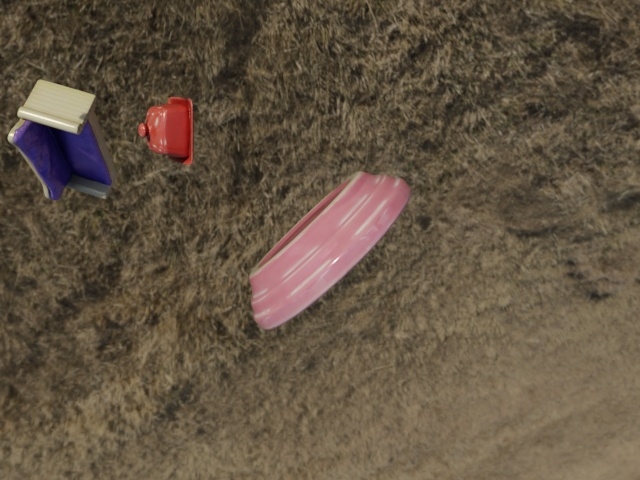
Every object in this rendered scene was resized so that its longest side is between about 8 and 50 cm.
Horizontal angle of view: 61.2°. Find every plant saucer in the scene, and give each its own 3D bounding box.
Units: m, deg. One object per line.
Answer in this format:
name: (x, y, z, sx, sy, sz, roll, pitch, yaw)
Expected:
plant saucer: (0.000, 0.000, 0.884, 0.332, 0.332, 0.084, -39, 98, 28)

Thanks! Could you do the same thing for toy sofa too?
toy sofa: (-0.658, -0.231, 1.429, 0.150, 0.177, 0.363, 16, 155, -3)

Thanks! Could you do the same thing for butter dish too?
butter dish: (-0.384, -0.269, 1.321, 0.118, 0.159, 0.160, -7, 108, -35)
